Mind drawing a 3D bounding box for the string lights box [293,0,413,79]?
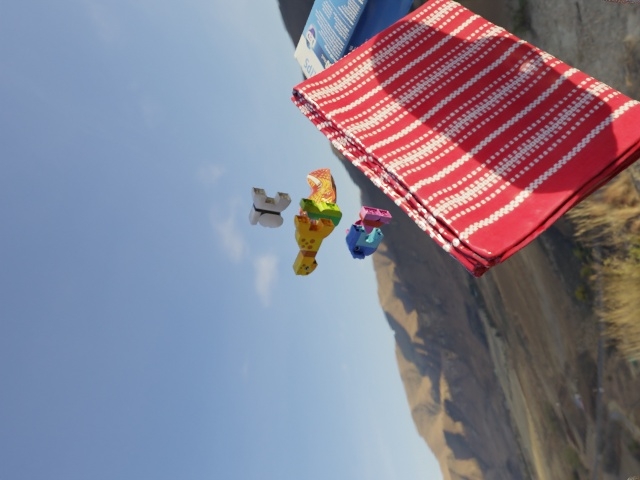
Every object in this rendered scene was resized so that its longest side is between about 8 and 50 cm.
[{"bbox_3d":[0.055,-0.342,0.824,0.260,0.076,0.133,-61,42,40],"label":"string lights box"}]

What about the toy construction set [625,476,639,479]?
[{"bbox_3d":[0.368,0.368,0.549,0.257,0.308,0.237,-74,-1,-49],"label":"toy construction set"}]

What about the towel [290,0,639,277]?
[{"bbox_3d":[0.119,-0.112,0.483,0.275,0.199,0.031,49,169,35],"label":"towel"}]

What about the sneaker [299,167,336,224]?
[{"bbox_3d":[0.006,-0.060,0.958,0.175,0.064,0.067,-77,-29,-54],"label":"sneaker"}]

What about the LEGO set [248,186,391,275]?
[{"bbox_3d":[0.000,0.000,0.832,0.093,0.227,0.087,-66,29,29],"label":"LEGO set"}]

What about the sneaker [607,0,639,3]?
[{"bbox_3d":[0.261,-0.192,0.332,0.118,0.222,0.083,-35,-68,-65],"label":"sneaker"}]
